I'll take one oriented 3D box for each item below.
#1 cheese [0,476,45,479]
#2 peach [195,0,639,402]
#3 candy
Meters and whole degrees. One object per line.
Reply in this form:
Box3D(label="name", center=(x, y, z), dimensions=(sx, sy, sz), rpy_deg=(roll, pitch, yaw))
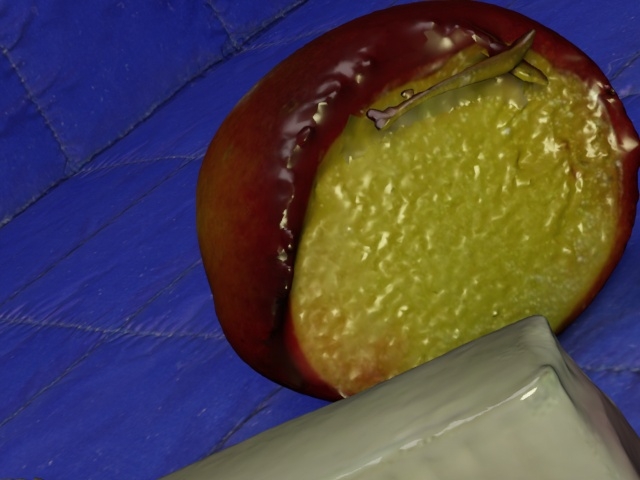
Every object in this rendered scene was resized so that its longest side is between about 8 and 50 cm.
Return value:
Box3D(label="cheese", center=(-0.249, 0.340, 1.009), dimensions=(0.292, 0.153, 0.332), rpy_deg=(-43, 32, -22))
Box3D(label="peach", center=(0.071, -0.036, 1.261), dimensions=(0.406, 0.335, 0.310), rpy_deg=(-40, 21, -7))
Box3D(label="candy", center=(0.045, 0.207, 0.891), dimensions=(0.359, 0.208, 0.145), rpy_deg=(-26, 13, 15))
